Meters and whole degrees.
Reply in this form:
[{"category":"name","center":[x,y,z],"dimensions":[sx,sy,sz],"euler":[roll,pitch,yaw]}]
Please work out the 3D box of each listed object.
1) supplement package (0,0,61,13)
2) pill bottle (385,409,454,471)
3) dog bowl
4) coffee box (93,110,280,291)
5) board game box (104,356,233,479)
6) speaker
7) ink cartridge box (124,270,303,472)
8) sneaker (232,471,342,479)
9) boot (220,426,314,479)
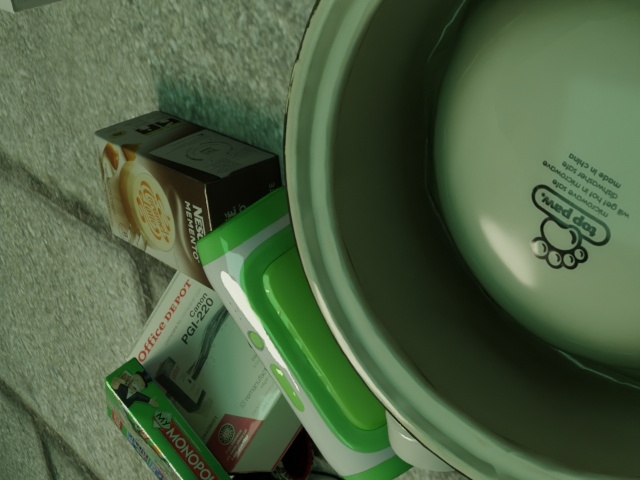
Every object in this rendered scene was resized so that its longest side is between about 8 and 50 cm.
[{"category":"supplement package","center":[-0.388,-0.408,1.241],"dimensions":[0.262,0.145,0.204],"euler":[25,130,45]},{"category":"pill bottle","center":[0.103,0.080,0.891],"dimensions":[0.131,0.131,0.229],"euler":[24,129,45]},{"category":"dog bowl","center":[0.177,-0.037,0.624],"dimensions":[0.408,0.150,0.408],"euler":[15,115,34]},{"category":"coffee box","center":[-0.155,-0.051,1.193],"dimensions":[0.246,0.098,0.141],"euler":[23,128,46]},{"category":"board game box","center":[-0.184,0.265,1.259],"dimensions":[0.213,0.046,0.317],"euler":[51,162,6]},{"category":"speaker","center":[0.000,0.097,1.023],"dimensions":[0.296,0.131,0.131],"euler":[57,147,-5]},{"category":"ink cartridge box","center":[-0.109,0.145,1.206],"dimensions":[0.218,0.092,0.158],"euler":[40,104,33]},{"category":"sneaker","center":[-0.074,0.356,1.327],"dimensions":[0.283,0.124,0.107],"euler":[-14,99,57]},{"category":"boot","center":[-0.098,0.197,1.305],"dimensions":[0.178,0.085,0.236],"euler":[-2,100,44]}]
